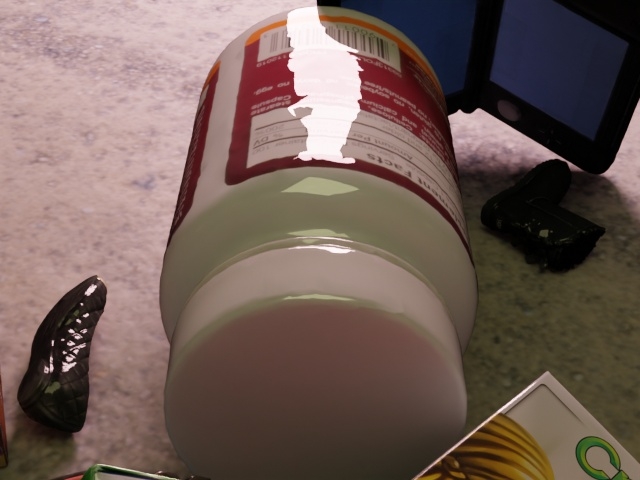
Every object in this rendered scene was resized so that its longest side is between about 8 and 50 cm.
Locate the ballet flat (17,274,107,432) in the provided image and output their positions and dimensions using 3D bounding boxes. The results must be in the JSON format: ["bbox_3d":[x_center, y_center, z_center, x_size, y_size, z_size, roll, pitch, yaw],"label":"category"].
[{"bbox_3d":[-0.195,0.086,0.895,0.057,0.049,0.173,-35,25,22],"label":"ballet flat"}]

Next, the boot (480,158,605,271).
[{"bbox_3d":[0.220,-0.024,1.066,0.121,0.045,0.099,-30,43,-28],"label":"boot"}]

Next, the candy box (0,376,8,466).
[{"bbox_3d":[-0.264,0.064,0.836,0.053,0.109,0.187,-7,44,-12],"label":"candy box"}]

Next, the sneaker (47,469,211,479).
[{"bbox_3d":[-0.024,0.214,0.653,0.313,0.116,0.136,10,67,-21],"label":"sneaker"}]

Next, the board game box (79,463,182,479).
[{"bbox_3d":[0.048,0.231,0.429,0.316,0.064,0.242,16,49,-21],"label":"board game box"}]

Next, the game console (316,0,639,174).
[{"bbox_3d":[0.148,-0.146,1.057,0.250,0.293,0.173,34,70,17],"label":"game console"}]

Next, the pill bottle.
[{"bbox_3d":[0.000,0.000,0.861,0.224,0.224,0.392,2,34,0],"label":"pill bottle"}]

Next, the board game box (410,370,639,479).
[{"bbox_3d":[0.158,0.231,0.585,0.193,0.053,0.305,-30,68,-38],"label":"board game box"}]
